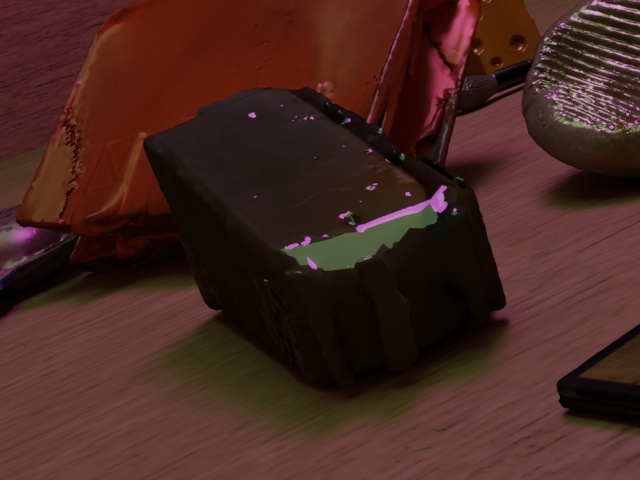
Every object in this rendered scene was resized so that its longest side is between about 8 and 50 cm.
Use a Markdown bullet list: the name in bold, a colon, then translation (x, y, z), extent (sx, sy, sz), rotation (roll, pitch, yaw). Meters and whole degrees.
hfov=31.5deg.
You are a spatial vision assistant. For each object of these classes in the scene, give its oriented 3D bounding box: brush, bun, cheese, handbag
- **brush**: translation (0.271, -0.217, 1.385), extent (0.299, 0.039, 0.042), rotation (-24, 13, -26)
- **bun**: translation (0.243, -0.108, 0.838), extent (0.183, 0.102, 0.183), rotation (-20, 46, 23)
- **cheese**: translation (0.221, -0.304, 1.513), extent (0.093, 0.171, 0.126), rotation (-20, 13, -8)
- **handbag**: translation (-0.066, -0.123, 1.043), extent (0.410, 0.116, 0.303), rotation (-8, 52, 36)
- **cheese**: translation (-0.333, 0.025, 1.143), extent (0.189, 0.074, 0.286), rotation (-17, 17, 10)

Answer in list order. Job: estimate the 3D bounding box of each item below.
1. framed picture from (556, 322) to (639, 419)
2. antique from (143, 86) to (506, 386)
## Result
- **framed picture**: translation (0.302, 0.005, 0.489), extent (0.339, 0.014, 0.255), rotation (-27, 16, -33)
- **antique**: translation (0.000, 0.000, 0.704), extent (0.125, 0.150, 0.284), rotation (-26, 23, -15)
